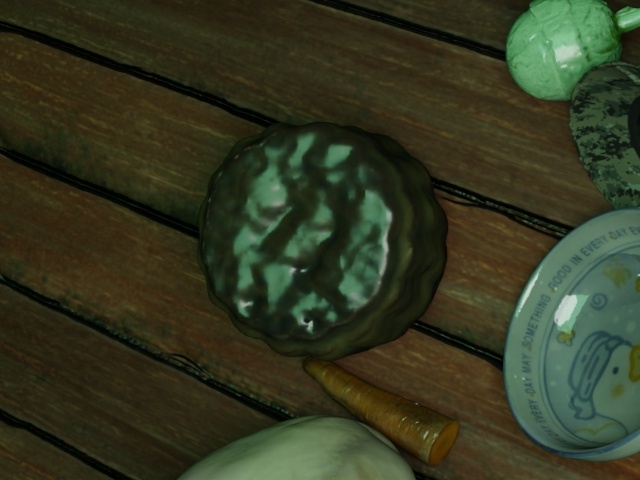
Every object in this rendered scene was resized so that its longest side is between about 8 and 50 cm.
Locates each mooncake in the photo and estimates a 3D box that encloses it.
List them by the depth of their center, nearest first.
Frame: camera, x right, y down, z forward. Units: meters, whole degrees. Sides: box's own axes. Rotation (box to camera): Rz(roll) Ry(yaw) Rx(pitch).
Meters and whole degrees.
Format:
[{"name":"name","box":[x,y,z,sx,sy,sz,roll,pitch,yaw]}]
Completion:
[{"name":"mooncake","box":[0.000,0.000,1.391,0.290,0.161,0.290,-1,87,23]}]

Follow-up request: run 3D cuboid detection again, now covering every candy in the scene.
[{"name":"candy","box":[0.413,-0.266,1.289,0.440,0.119,0.119,-19,78,13]}]

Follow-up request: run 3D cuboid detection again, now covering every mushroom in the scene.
[{"name":"mushroom","box":[-0.048,0.333,1.326,0.315,0.356,0.315,5,52,-6]}]

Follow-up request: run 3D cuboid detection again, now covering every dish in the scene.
[{"name":"dish","box":[0.335,0.113,1.258,0.273,0.134,0.273,-37,41,41]}]

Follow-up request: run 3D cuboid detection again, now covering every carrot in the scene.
[{"name":"carrot","box":[0.060,0.191,1.409,0.210,0.061,0.061,27,96,27]}]

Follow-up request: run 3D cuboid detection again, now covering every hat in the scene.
[{"name":"hat","box":[0.389,-0.102,1.235,0.128,0.265,0.265,-31,71,-18]}]
